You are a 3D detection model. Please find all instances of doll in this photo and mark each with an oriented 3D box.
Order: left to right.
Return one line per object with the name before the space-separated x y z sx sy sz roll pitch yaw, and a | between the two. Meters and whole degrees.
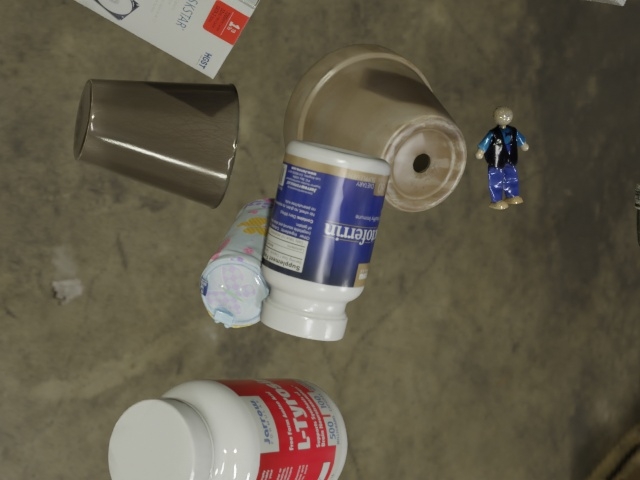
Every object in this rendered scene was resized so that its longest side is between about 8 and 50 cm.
doll | 0.343 -0.159 1.904 0.129 0.046 0.189 -17 110 -30

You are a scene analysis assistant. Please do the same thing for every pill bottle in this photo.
pill bottle | -0.148 0.344 1.693 0.407 0.229 0.229 11 88 -57
pill bottle | 0.000 0.000 1.453 0.153 0.153 0.265 3 102 -49

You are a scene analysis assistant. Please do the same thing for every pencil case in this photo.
pencil case | -0.109 0.032 1.623 0.273 0.113 0.124 -72 172 -64

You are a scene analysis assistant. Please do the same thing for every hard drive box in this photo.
hard drive box | -0.193 -0.333 1.273 0.232 0.181 0.089 28 61 -10

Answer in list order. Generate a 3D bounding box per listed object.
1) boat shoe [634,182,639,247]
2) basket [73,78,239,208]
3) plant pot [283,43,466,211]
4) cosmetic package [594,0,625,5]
boat shoe | 0.408 -0.024 0.962 0.078 0.219 0.070 -56 143 -77
basket | -0.259 -0.166 1.590 0.227 0.154 0.204 8 83 -23
plant pot | 0.128 -0.192 1.965 0.323 0.280 0.323 -10 116 -22
cosmetic package | 0.278 -0.359 1.210 0.239 0.099 0.060 21 91 -47
